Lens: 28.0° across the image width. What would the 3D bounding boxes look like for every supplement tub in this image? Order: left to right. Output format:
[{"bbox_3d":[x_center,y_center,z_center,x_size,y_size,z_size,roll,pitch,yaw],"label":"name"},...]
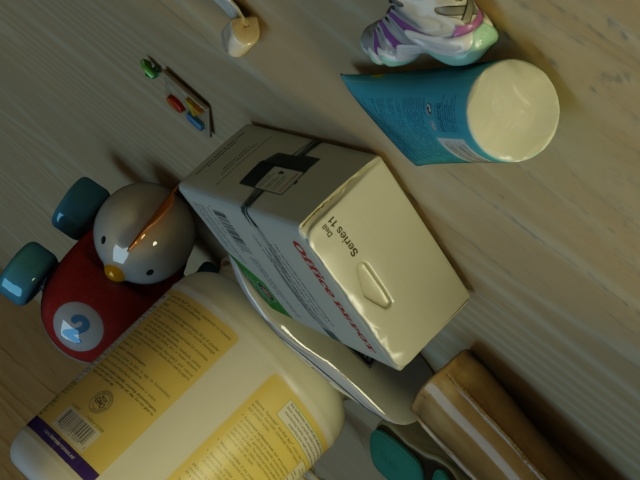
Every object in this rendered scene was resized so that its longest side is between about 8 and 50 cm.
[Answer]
[{"bbox_3d":[-0.126,0.185,1.335,0.241,0.331,0.241,42,163,16],"label":"supplement tub"}]

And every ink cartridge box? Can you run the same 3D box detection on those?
[{"bbox_3d":[0.000,0.000,1.008,0.208,0.087,0.153,21,151,57],"label":"ink cartridge box"}]

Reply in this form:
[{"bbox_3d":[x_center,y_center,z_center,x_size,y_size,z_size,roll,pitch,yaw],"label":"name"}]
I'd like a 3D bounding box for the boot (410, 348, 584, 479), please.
[{"bbox_3d":[0.192,0.227,1.108,0.269,0.089,0.236,45,161,14],"label":"boot"}]

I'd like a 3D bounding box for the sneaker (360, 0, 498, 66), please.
[{"bbox_3d":[0.045,-0.129,0.679,0.098,0.038,0.069,7,138,51],"label":"sneaker"}]

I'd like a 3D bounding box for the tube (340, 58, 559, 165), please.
[{"bbox_3d":[0.068,-0.071,0.746,0.080,0.052,0.207,54,168,-13],"label":"tube"}]

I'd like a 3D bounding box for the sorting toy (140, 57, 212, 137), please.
[{"bbox_3d":[-0.131,-0.130,1.155,0.083,0.012,0.062,41,164,14],"label":"sorting toy"}]

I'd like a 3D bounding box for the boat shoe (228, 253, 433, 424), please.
[{"bbox_3d":[-0.003,0.075,1.189,0.258,0.095,0.084,52,159,-17],"label":"boat shoe"}]

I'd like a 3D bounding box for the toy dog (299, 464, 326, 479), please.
[{"bbox_3d":[-0.072,0.216,1.689,0.334,0.161,0.220,0,131,48],"label":"toy dog"}]

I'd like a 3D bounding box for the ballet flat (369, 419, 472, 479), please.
[{"bbox_3d":[0.128,0.237,1.227,0.086,0.086,0.248,56,176,-31],"label":"ballet flat"}]

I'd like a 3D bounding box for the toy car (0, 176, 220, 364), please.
[{"bbox_3d":[-0.215,0.020,1.435,0.219,0.210,0.238,35,152,-1],"label":"toy car"}]

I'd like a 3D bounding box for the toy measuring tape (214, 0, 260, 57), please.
[{"bbox_3d":[-0.190,-0.228,0.883,0.330,0.121,0.121,47,164,-5],"label":"toy measuring tape"}]
